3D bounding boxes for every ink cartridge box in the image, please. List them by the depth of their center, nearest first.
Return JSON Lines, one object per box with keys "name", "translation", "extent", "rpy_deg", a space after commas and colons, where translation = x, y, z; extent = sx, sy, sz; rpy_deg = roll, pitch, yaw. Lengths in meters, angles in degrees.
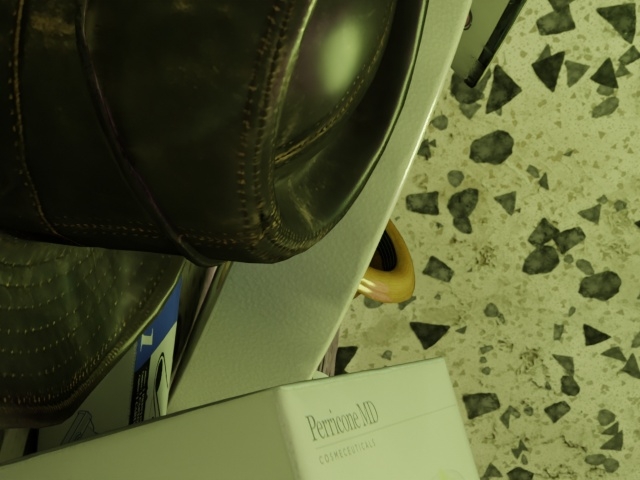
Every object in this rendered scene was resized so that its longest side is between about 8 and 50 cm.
{"name": "ink cartridge box", "translation": [-0.101, 0.057, 0.631], "extent": [0.097, 0.046, 0.207], "rpy_deg": [-65, 162, -77]}

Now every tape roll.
{"name": "tape roll", "translation": [-0.001, -0.051, 0.866], "extent": [0.392, 0.072, 0.392], "rpy_deg": [-157, -90, -86]}

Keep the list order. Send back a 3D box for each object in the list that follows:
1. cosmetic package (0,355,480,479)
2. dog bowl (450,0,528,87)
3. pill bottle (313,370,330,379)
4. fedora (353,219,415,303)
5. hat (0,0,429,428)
{"name": "cosmetic package", "translation": [-0.004, 0.174, 0.538], "extent": [0.224, 0.138, 0.225], "rpy_deg": [6, 66, -70]}
{"name": "dog bowl", "translation": [0.172, -0.348, 1.145], "extent": [0.408, 0.150, 0.408], "rpy_deg": [-61, 178, -3]}
{"name": "pill bottle", "translation": [-0.031, 0.242, 1.491], "extent": [0.103, 0.103, 0.184], "rpy_deg": [93, 7, -50]}
{"name": "fedora", "translation": [0.000, 0.000, 1.218], "extent": [0.079, 0.194, 0.194], "rpy_deg": [-47, -169, 25]}
{"name": "hat", "translation": [-0.033, -0.093, 0.438], "extent": [0.331, 0.133, 0.331], "rpy_deg": [5, 90, -74]}
